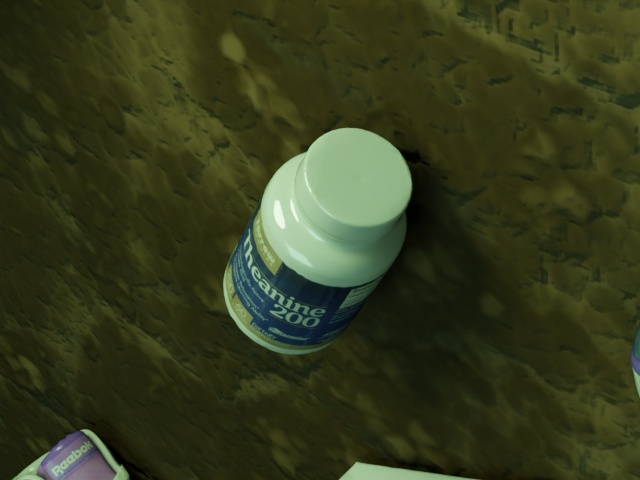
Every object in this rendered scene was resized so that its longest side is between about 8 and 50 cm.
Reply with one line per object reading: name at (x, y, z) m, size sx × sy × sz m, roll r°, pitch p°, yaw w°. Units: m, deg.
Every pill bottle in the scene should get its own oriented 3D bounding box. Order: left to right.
pill bottle at (0.000, 0.000, 0.770) m, size 0.067 × 0.067 × 0.120 m, roll 44°, pitch 149°, yaw 8°

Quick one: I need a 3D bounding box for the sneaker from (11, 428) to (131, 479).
sneaker at (-0.126, 0.211, 1.131) m, size 0.282 × 0.102 × 0.161 m, roll 4°, pitch 124°, yaw 50°

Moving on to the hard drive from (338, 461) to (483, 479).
hard drive at (0.155, 0.215, 0.834) m, size 0.318 × 0.040 × 0.210 m, roll -1°, pitch 123°, yaw 52°

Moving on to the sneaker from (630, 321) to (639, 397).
sneaker at (0.155, -0.067, 0.483) m, size 0.323 × 0.130 × 0.236 m, roll 144°, pitch 110°, yaw -78°
